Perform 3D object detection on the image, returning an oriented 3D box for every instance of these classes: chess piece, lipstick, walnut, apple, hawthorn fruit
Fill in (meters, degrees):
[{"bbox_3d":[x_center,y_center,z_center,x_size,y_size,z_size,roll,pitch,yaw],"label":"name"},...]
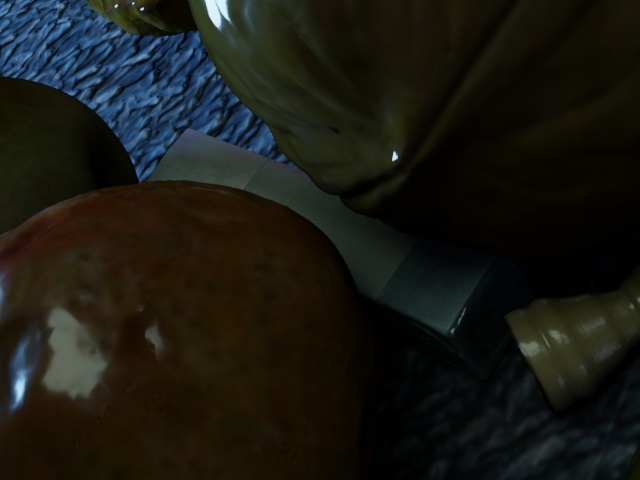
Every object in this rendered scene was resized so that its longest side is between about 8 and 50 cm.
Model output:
[{"bbox_3d":[0.177,0.048,0.690,0.122,0.066,0.066,-26,48,6],"label":"chess piece"},{"bbox_3d":[0.000,0.000,0.827,0.317,0.066,0.068,24,73,41],"label":"lipstick"},{"bbox_3d":[0.103,-0.173,0.697,0.354,0.308,0.398,29,50,2],"label":"walnut"},{"bbox_3d":[-0.252,0.006,0.862,0.234,0.257,0.257,-11,52,8],"label":"apple"},{"bbox_3d":[-0.115,0.091,0.670,0.277,0.298,0.277,-33,47,44],"label":"hawthorn fruit"}]

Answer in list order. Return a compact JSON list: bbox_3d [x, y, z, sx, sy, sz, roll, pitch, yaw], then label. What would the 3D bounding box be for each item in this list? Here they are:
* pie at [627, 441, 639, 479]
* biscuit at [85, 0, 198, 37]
[{"bbox_3d":[0.287,0.142,0.549,0.323,0.070,0.323,-20,49,25],"label":"pie"},{"bbox_3d":[-0.087,-0.321,1.061,0.326,0.107,0.326,-23,52,32],"label":"biscuit"}]
